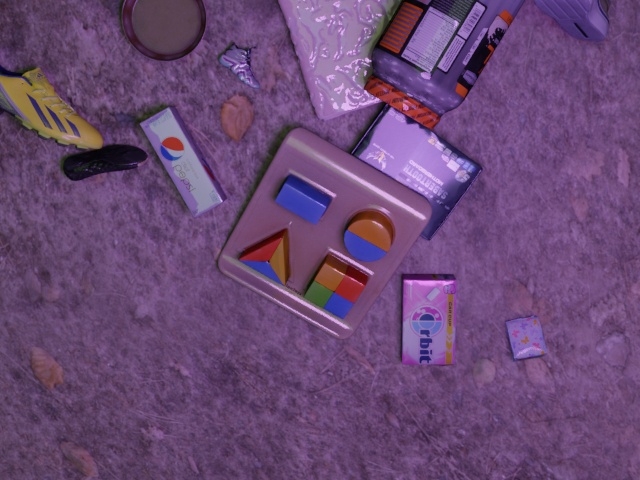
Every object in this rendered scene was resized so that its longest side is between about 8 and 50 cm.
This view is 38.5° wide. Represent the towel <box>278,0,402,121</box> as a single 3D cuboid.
[{"bbox_3d":[0.093,-0.436,1.775,0.317,0.053,0.331,-18,99,4],"label":"towel"}]

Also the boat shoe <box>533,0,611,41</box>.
[{"bbox_3d":[0.459,-0.453,1.663,0.109,0.302,0.094,10,86,29],"label":"boat shoe"}]

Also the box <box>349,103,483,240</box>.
[{"bbox_3d":[0.175,-0.138,1.818,0.233,0.059,0.183,36,100,-5],"label":"box"}]

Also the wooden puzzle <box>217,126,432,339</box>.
[{"bbox_3d":[0.000,0.000,1.805,0.322,0.080,0.347,30,112,-3],"label":"wooden puzzle"}]

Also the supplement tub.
[{"bbox_3d":[0.221,-0.373,1.662,0.194,0.193,0.316,31,100,-4],"label":"supplement tub"}]

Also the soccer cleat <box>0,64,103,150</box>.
[{"bbox_3d":[-0.552,-0.272,1.801,0.289,0.093,0.121,27,92,-4],"label":"soccer cleat"}]

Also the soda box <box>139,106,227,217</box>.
[{"bbox_3d":[-0.269,-0.156,1.820,0.069,0.074,0.216,-28,97,6],"label":"soda box"}]

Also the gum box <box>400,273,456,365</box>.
[{"bbox_3d":[0.219,0.165,1.866,0.107,0.062,0.188,0,99,2],"label":"gum box"}]

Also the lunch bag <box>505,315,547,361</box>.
[{"bbox_3d":[0.420,0.200,1.872,0.071,0.053,0.083,-12,74,4],"label":"lunch bag"}]

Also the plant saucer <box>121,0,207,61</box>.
[{"bbox_3d":[-0.304,-0.435,1.797,0.169,0.029,0.168,0,100,1],"label":"plant saucer"}]

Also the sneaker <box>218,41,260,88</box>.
[{"bbox_3d":[-0.144,-0.350,1.802,0.098,0.038,0.069,39,99,-5],"label":"sneaker"}]

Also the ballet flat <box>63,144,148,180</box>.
[{"bbox_3d":[-0.432,-0.157,1.847,0.173,0.049,0.057,-8,57,2],"label":"ballet flat"}]
